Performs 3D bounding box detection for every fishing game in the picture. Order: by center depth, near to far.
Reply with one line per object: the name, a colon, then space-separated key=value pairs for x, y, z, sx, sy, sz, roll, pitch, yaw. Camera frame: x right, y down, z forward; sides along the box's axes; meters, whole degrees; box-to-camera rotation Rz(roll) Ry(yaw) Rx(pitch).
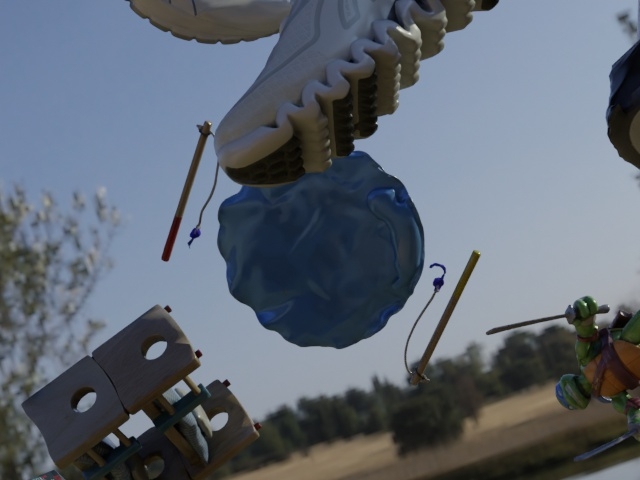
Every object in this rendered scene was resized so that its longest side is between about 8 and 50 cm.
fishing game: x=0.000 y=0.000 z=1.147 sx=0.041 sy=0.264 sz=0.189 roll=-45 pitch=-25 yaw=-66

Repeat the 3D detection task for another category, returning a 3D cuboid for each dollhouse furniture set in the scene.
dollhouse furniture set: x=-0.099 y=0.169 z=0.973 sx=0.129 sy=0.183 sz=0.129 roll=-37 pitch=-39 yaw=-5

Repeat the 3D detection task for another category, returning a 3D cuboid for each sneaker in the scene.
sneaker: x=0.025 y=-0.152 z=0.877 sx=0.292 sy=0.118 sz=0.110 roll=-46 pitch=-12 yaw=-18
sneaker: x=-0.146 y=-0.273 z=1.174 sx=0.297 sy=0.111 sz=0.129 roll=26 pitch=-57 yaw=-18

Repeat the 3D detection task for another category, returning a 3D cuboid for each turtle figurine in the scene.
turtle figurine: x=0.420 y=0.162 z=1.806 sx=0.266 sy=0.198 sz=0.275 roll=-37 pitch=-34 yaw=18

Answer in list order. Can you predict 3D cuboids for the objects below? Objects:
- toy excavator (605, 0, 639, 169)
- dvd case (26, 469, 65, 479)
toy excavator: x=0.393 y=-0.112 z=0.810 sx=0.445 sy=0.222 sz=0.433 roll=12 pitch=-33 yaw=-1
dvd case: x=-0.291 y=0.270 z=1.321 sx=0.119 sy=0.013 sz=0.087 roll=-19 pitch=36 yaw=-36
